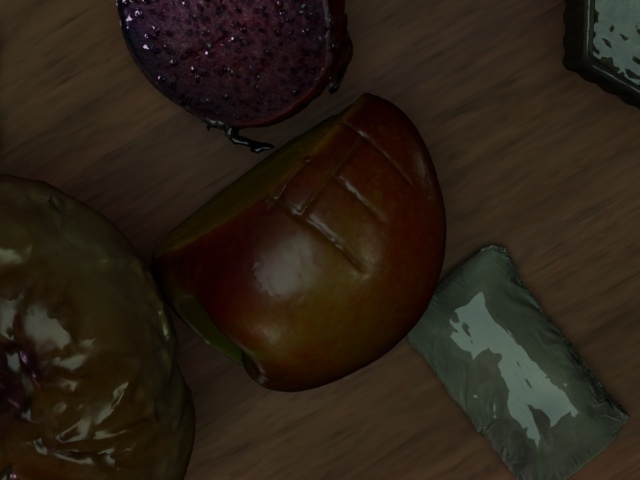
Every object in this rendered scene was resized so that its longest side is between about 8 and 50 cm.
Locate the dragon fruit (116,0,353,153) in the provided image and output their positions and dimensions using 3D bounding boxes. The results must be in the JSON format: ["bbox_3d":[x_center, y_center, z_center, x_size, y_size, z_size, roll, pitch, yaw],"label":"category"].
[{"bbox_3d":[-0.065,-0.227,1.605,0.224,0.148,0.218,41,126,-12],"label":"dragon fruit"}]

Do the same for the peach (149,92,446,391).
[{"bbox_3d":[0.000,0.000,1.578,0.274,0.249,0.245,-49,128,-8],"label":"peach"}]

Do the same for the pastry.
[{"bbox_3d":[-0.298,0.128,1.564,0.410,0.245,0.409,4,111,10],"label":"pastry"}]

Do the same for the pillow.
[{"bbox_3d":[0.186,0.126,1.667,0.128,0.051,0.229,-36,92,2],"label":"pillow"}]

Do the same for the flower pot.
[{"bbox_3d":[0.331,-0.216,1.562,0.239,0.189,0.209,-31,94,3],"label":"flower pot"}]
